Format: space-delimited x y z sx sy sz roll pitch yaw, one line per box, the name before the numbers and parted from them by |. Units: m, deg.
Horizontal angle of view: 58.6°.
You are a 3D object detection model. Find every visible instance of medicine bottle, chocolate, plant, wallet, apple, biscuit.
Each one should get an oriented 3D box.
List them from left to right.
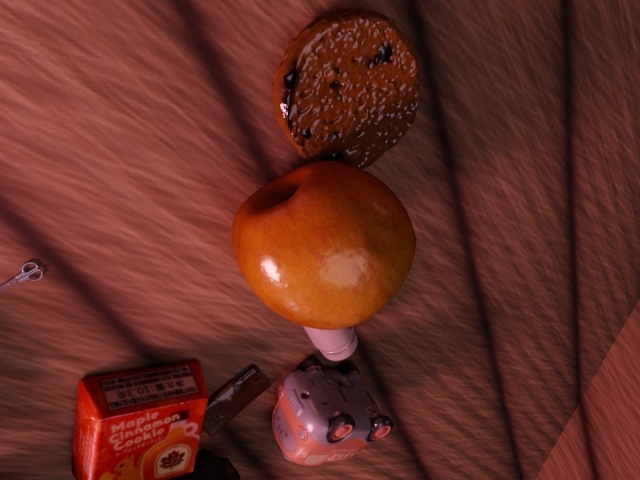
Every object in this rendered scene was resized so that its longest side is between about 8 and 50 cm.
chocolate | -0.345 0.366 1.105 0.237 0.108 0.235 0 117 -34
plant | -0.273 0.545 1.223 0.164 0.142 0.256 -39 166 15
wallet | -0.194 0.355 1.262 0.176 0.026 0.095 -37 131 -11
apple | 0.000 0.000 0.994 0.299 0.299 0.275 -47 120 0
medicine bottle | 0.014 0.175 1.242 0.103 0.103 0.187 -36 133 -11
biscuit | 0.048 -0.260 1.001 0.296 0.075 0.296 -16 128 -21

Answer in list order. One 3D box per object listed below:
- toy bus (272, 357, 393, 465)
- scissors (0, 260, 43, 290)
toy bus | 0.009 0.426 1.361 0.287 0.194 0.232 15 121 -42
scissors | -0.472 0.062 0.881 0.083 0.006 0.036 -31 130 -16
